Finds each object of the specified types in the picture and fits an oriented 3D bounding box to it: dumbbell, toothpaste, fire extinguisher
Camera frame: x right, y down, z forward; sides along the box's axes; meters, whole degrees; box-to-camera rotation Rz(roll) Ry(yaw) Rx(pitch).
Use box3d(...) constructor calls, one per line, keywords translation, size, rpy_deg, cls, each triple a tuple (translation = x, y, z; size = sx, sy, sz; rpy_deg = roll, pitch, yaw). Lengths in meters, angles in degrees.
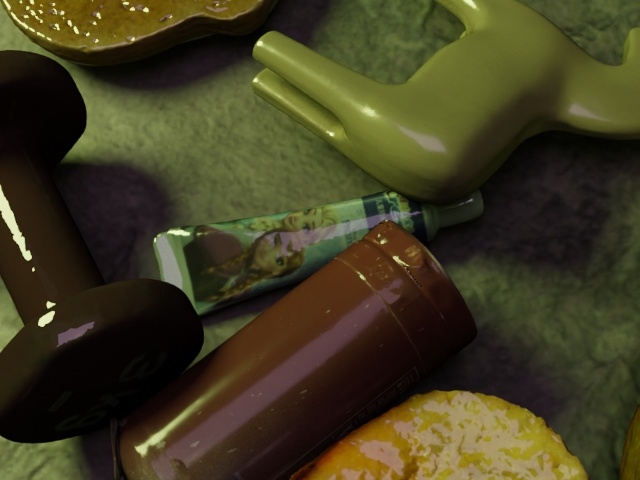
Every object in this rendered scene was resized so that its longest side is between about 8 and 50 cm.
box3d(translation=(-0.176, 0.003, 0.802), size=(0.140, 0.124, 0.225), rpy_deg=(-43, 64, 28), cls="dumbbell")
box3d(translation=(0.000, 0.000, 0.845), size=(0.216, 0.037, 0.062), rpy_deg=(-13, 78, 1), cls="toothpaste")
box3d(translation=(-0.038, 0.101, 0.764), size=(0.269, 0.105, 0.105), rpy_deg=(-36, 68, -11), cls="fire extinguisher")

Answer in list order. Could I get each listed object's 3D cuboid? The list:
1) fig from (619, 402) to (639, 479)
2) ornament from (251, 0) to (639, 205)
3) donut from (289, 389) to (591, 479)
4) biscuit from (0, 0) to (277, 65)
box3d(translation=(0.202, 0.149, 0.669), size=(0.290, 0.191, 0.191), rpy_deg=(-27, 66, -11), cls="fig")
box3d(translation=(0.117, -0.105, 0.855), size=(0.245, 0.061, 0.230), rpy_deg=(36, 56, 20), cls="ornament")
box3d(translation=(0.066, 0.180, 0.738), size=(0.174, 0.075, 0.190), rpy_deg=(33, 69, 19), cls="donut")
box3d(translation=(-0.131, -0.205, 0.939), size=(0.208, 0.049, 0.181), rpy_deg=(-19, 66, -4), cls="biscuit")
